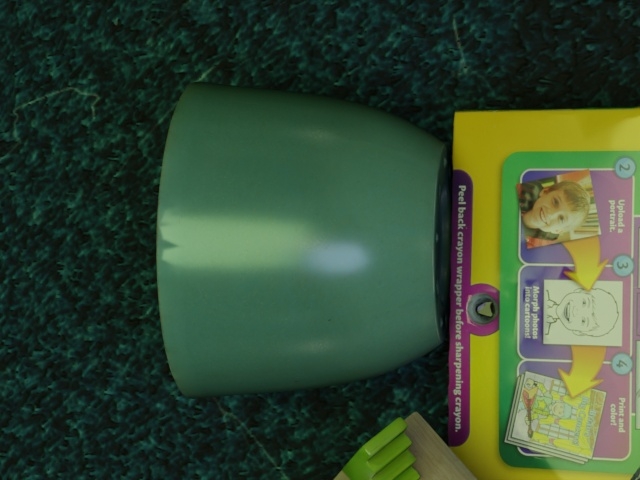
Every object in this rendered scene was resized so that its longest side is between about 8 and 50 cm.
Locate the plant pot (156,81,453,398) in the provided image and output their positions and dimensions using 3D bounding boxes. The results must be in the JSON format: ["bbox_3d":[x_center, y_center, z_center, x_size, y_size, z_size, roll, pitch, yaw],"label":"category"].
[{"bbox_3d":[0.000,0.000,1.706,0.235,0.293,0.293,0,88,10],"label":"plant pot"}]

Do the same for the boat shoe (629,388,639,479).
[{"bbox_3d":[0.322,0.113,1.540,0.079,0.095,0.254,36,100,16],"label":"boat shoe"}]

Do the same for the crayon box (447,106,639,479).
[{"bbox_3d":[0.278,0.063,1.668,0.313,0.106,0.363,1,90,22],"label":"crayon box"}]

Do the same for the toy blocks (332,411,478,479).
[{"bbox_3d":[0.086,0.332,1.647,0.261,0.190,0.381,48,144,11],"label":"toy blocks"}]
